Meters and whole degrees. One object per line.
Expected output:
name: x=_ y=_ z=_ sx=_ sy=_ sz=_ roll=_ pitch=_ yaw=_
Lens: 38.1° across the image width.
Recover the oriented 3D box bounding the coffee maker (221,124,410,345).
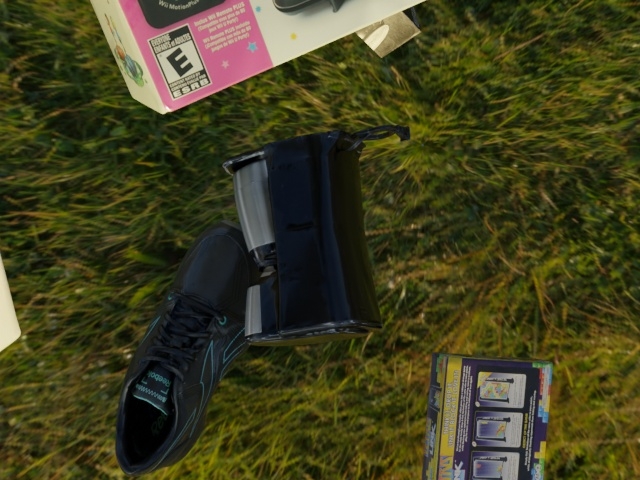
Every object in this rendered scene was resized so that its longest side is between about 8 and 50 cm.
coffee maker: x=0.000 y=0.000 z=0.836 sx=0.171 sy=0.120 sz=0.178 roll=-20 pitch=74 yaw=43

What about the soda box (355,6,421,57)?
soda box: x=0.038 y=-0.271 z=0.994 sx=0.060 sy=0.169 sz=0.053 roll=-30 pitch=51 yaw=24

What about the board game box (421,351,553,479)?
board game box: x=0.198 y=0.223 z=1.106 sx=0.141 sy=0.048 sz=0.170 roll=6 pitch=89 yaw=-13

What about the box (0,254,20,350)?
box: x=-0.333 y=0.037 z=0.396 sx=0.168 sy=0.345 sz=0.215 roll=33 pitch=142 yaw=21

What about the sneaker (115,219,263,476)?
sneaker: x=-0.127 y=0.110 z=0.898 sx=0.101 sy=0.106 sz=0.267 roll=21 pitch=96 yaw=8

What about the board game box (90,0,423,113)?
board game box: x=-0.064 y=-0.261 z=0.556 sx=0.224 sy=0.097 sz=0.303 roll=-26 pitch=112 yaw=-12
